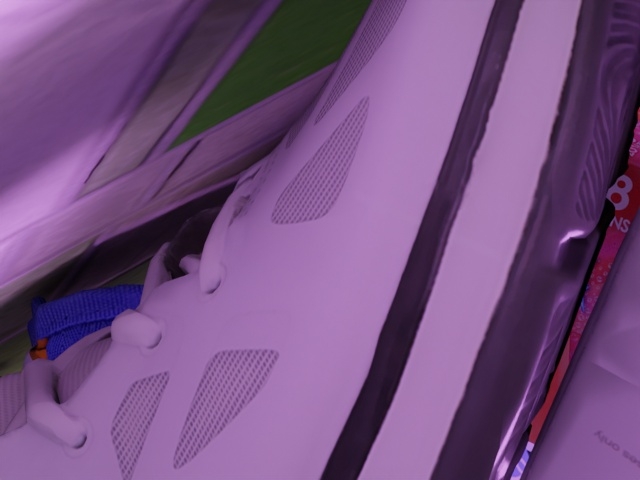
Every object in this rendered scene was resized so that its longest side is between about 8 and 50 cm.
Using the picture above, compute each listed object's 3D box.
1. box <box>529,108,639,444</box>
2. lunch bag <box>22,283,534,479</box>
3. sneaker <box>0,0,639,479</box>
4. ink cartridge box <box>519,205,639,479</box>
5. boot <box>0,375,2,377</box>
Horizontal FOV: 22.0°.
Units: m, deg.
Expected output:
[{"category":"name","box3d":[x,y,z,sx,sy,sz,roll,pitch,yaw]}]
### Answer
[{"category":"box","box3d":[0.138,-0.028,0.812,0.300,0.154,0.142,-26,136,-55]},{"category":"lunch bag","box3d":[0.000,0.195,0.867,0.239,0.328,0.385,-18,165,29]},{"category":"sneaker","box3d":[-0.083,0.059,0.469,0.169,0.257,0.447,-24,137,-76]},{"category":"ink cartridge box","box3d":[0.168,0.067,0.575,0.226,0.131,0.306,-41,156,-37]},{"category":"boot","box3d":[-0.181,0.199,0.877,0.091,0.229,0.263,-33,176,14]}]
